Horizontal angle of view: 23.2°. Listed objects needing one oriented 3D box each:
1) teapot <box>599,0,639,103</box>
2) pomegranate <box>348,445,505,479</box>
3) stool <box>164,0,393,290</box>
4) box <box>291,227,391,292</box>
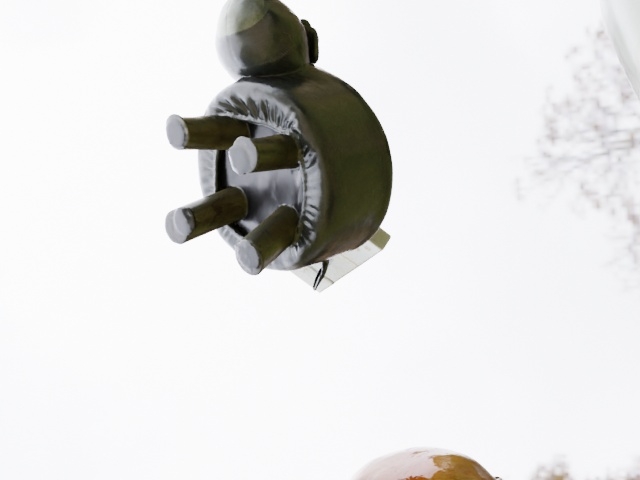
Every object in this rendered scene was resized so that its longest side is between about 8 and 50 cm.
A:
[{"bbox_3d":[0.210,-0.007,0.508,0.318,0.149,0.220,63,-164,7],"label":"teapot"},{"bbox_3d":[0.110,0.313,1.632,0.209,0.209,0.209,1,-93,-36],"label":"pomegranate"},{"bbox_3d":[-0.049,-0.072,1.232,0.139,0.153,0.228,-18,-105,-44],"label":"stool"},{"bbox_3d":[0.000,0.000,1.598,0.090,0.167,0.024,37,-117,-8],"label":"box"}]
